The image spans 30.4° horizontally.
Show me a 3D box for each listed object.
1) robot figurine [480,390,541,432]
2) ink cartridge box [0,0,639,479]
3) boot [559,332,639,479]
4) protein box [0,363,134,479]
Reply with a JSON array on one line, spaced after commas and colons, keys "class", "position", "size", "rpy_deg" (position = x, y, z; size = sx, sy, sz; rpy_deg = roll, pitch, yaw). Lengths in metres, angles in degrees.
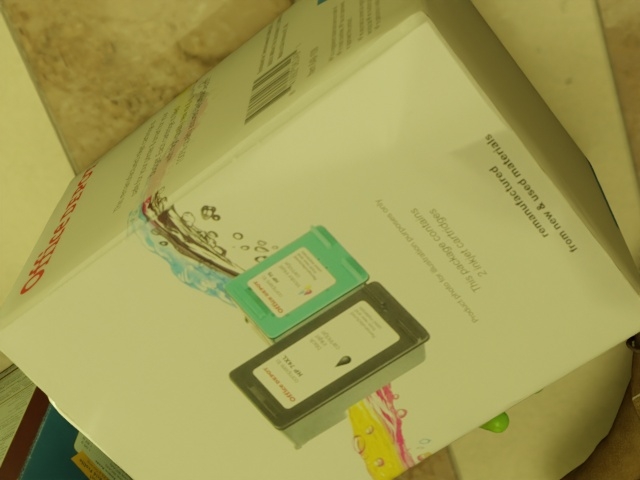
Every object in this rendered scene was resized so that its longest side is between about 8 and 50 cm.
[{"class": "robot figurine", "position": [0.102, 0.069, 0.752], "size": [0.115, 0.067, 0.101], "rpy_deg": [-7, 99, 6]}, {"class": "ink cartridge box", "position": [0.000, 0.000, 0.650], "size": [0.270, 0.198, 0.197], "rpy_deg": [-35, 111, 18]}, {"class": "boot", "position": [0.235, 0.077, 0.754], "size": [0.115, 0.112, 0.305], "rpy_deg": [46, 117, 14]}, {"class": "protein box", "position": [-0.150, 0.196, 0.749], "size": [0.136, 0.201, 0.200], "rpy_deg": [-34, 110, 17]}]
